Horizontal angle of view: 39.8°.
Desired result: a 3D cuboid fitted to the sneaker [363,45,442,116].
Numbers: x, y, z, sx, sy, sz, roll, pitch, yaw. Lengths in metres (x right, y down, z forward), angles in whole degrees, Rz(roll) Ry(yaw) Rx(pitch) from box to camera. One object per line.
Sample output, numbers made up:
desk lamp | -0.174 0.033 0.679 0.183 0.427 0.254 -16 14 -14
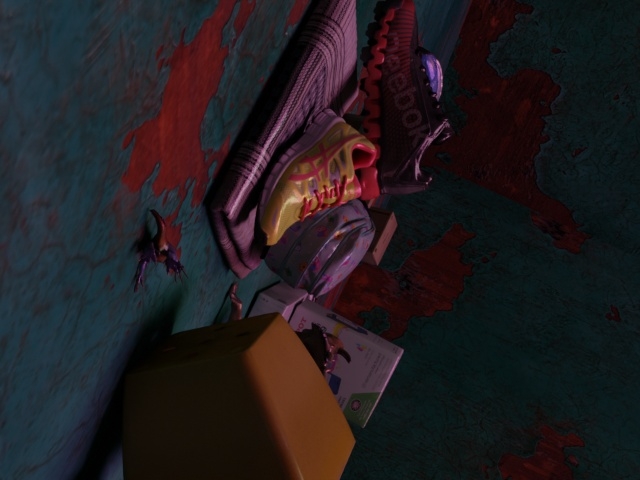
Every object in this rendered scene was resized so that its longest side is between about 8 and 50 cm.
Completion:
sneaker | 0.146 -0.237 1.782 0.147 0.129 0.330 -60 173 -55

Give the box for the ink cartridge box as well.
ink cartridge box | 0.025 0.227 1.650 0.154 0.212 0.093 -63 171 7

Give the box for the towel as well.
towel | -0.034 -0.115 1.100 0.312 0.056 0.324 -63 174 -14

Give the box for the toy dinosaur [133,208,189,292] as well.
toy dinosaur | -0.139 0.011 0.807 0.082 0.047 0.090 -116 -141 -75

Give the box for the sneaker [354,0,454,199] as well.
sneaker | 0.113 -0.186 1.166 0.097 0.135 0.276 -21 117 -82

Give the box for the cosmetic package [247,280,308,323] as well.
cosmetic package | -0.085 0.137 1.628 0.099 0.060 0.239 -65 174 5

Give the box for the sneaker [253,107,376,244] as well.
sneaker | -0.002 -0.066 1.004 0.208 0.094 0.081 -55 171 -33

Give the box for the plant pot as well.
plant pot | -0.103 0.198 0.982 0.212 0.212 0.187 -47 123 -71

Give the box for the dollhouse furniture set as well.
dollhouse furniture set | 0.026 -0.078 1.574 0.212 0.161 0.242 -62 151 -27

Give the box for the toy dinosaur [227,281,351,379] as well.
toy dinosaur | -0.082 0.199 1.264 0.296 0.200 0.127 -60 172 -34

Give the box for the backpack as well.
backpack | 0.000 0.000 1.159 0.152 0.115 0.182 -62 169 14

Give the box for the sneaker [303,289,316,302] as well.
sneaker | -0.045 0.153 1.937 0.121 0.079 0.217 -51 164 -59
